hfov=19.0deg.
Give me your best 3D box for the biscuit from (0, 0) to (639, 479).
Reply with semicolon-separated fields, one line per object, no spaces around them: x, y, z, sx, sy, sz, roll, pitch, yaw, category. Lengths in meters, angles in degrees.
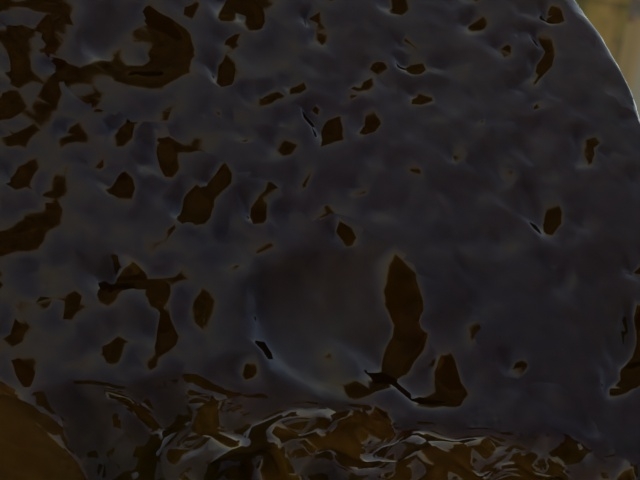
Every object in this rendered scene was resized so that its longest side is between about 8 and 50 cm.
0.006;-0.003;0.389;0.183;0.320;0.047;-62;177;-40;biscuit
